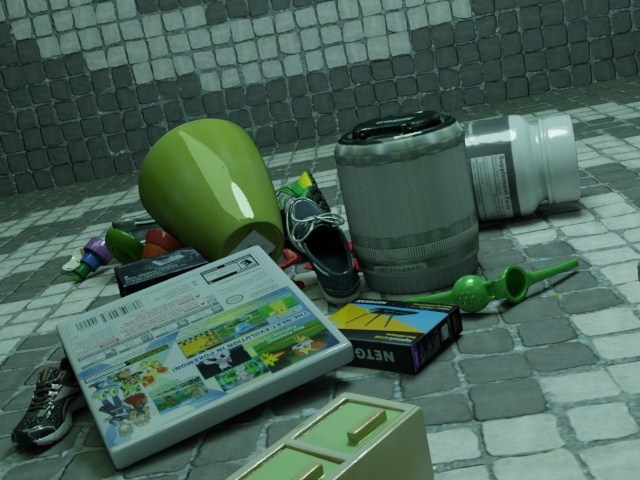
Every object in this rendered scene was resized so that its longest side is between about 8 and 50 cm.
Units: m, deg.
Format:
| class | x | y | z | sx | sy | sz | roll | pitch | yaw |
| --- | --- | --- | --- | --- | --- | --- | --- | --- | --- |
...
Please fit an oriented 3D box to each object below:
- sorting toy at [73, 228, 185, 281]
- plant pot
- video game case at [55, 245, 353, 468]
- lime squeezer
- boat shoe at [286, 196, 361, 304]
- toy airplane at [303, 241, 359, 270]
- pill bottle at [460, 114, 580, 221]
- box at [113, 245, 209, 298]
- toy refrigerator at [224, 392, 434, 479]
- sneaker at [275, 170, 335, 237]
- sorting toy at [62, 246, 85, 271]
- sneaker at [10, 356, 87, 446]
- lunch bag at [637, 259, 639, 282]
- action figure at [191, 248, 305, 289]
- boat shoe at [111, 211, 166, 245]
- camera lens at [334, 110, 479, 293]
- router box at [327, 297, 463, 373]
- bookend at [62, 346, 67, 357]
| class | x | y | z | sx | sy | sz | roll | pitch | yaw |
| --- | --- | --- | --- | --- | --- | --- | --- | --- | --- |
| sorting toy | -0.419 | 0.060 | 1.743 | 0.366 | 0.127 | 0.126 | 1 | 48 | 45 |
| plant pot | -0.192 | -0.061 | 1.673 | 0.275 | 0.274 | 0.293 | -18 | 41 | -21 |
| video game case | -0.168 | 0.140 | 1.133 | 0.329 | 0.036 | 0.300 | -22 | 35 | -20 |
| lime squeezer | 0.259 | 0.076 | 1.247 | 0.311 | 0.058 | 0.110 | -14 | -15 | -2 |
| boat shoe | 0.000 | 0.000 | 1.427 | 0.095 | 0.079 | 0.254 | -13 | 45 | -8 |
| toy airplane | 0.043 | 0.031 | 1.578 | 0.151 | 0.028 | 0.151 | -12 | 15 | 3 |
| pill bottle | 0.324 | -0.140 | 1.656 | 0.361 | 0.204 | 0.204 | -7 | 16 | 14 |
| box | -0.285 | 0.085 | 1.507 | 0.156 | 0.093 | 0.158 | -16 | 15 | -17 |
| toy refrigerator | -0.016 | 0.239 | 0.753 | 0.102 | 0.094 | 0.270 | 2 | 20 | 42 |
| sneaker | -0.049 | -0.042 | 1.782 | 0.146 | 0.134 | 0.343 | -29 | 15 | 3 |
| sorting toy | -0.565 | 0.052 | 1.938 | 0.075 | 0.044 | 0.083 | -33 | 25 | -36 |
| sneaker | -0.372 | 0.215 | 1.131 | 0.072 | 0.077 | 0.178 | -10 | 16 | 10 |
| lunch bag | 0.579 | 0.005 | 1.033 | 0.287 | 0.168 | 0.235 | -26 | 23 | -22 |
| action figure | -0.170 | 0.090 | 1.410 | 0.139 | 0.091 | 0.280 | 12 | 26 | 38 |
| boat shoe | -0.362 | -0.050 | 1.994 | 0.121 | 0.119 | 0.335 | -2 | 16 | 33 |
| camera lens | 0.149 | -0.071 | 1.402 | 0.220 | 0.274 | 0.219 | -11 | 15 | 3 |
| router box | 0.090 | 0.129 | 1.157 | 0.179 | 0.046 | 0.133 | 0 | 20 | 38 |
| bookend | -0.313 | 0.154 | 1.317 | 0.156 | 0.072 | 0.157 | -21 | 19 | -33 |
